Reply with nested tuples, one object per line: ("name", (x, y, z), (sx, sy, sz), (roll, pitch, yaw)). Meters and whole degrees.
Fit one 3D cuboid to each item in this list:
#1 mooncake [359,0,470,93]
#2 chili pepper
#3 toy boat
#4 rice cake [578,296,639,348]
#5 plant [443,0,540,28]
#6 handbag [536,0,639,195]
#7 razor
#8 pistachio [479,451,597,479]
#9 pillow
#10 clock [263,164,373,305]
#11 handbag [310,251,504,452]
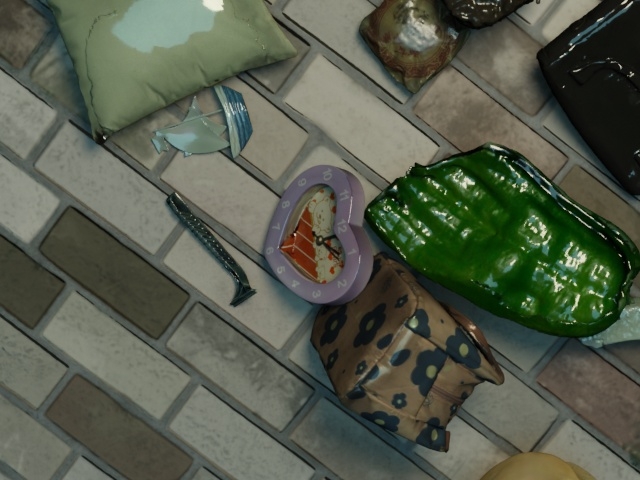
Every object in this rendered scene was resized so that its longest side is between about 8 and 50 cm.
("mooncake", (0.130, -0.289, 1.482), (0.130, 0.073, 0.125), (45, 99, -3))
("chili pepper", (0.258, -0.002, 1.479), (0.385, 0.167, 0.213), (28, 83, 10))
("toy boat", (-0.163, -0.154, 1.528), (0.149, 0.034, 0.105), (-38, 93, 6))
("rice cake", (0.464, 0.114, 1.530), (0.206, 0.069, 0.063), (-6, 98, 4))
("plant", (0.224, -0.351, 1.412), (0.131, 0.203, 0.142), (-33, 105, 15))
("handbag", (0.453, -0.220, 1.448), (0.244, 0.088, 0.275), (-38, 113, 15))
("razor", (-0.161, 0.008, 1.557), (0.190, 0.033, 0.066), (52, 138, -2))
("pistachio", (0.287, 0.461, 1.513), (0.238, 0.229, 0.321), (31, 92, 34))
("pillow", (-0.229, -0.334, 1.462), (0.310, 0.119, 0.312), (-23, 95, 0))
("clock", (0.000, 0.000, 1.504), (0.172, 0.064, 0.198), (-20, 69, 36))
("handbag", (0.119, 0.152, 1.462), (0.193, 0.251, 0.190), (38, 98, -20))
